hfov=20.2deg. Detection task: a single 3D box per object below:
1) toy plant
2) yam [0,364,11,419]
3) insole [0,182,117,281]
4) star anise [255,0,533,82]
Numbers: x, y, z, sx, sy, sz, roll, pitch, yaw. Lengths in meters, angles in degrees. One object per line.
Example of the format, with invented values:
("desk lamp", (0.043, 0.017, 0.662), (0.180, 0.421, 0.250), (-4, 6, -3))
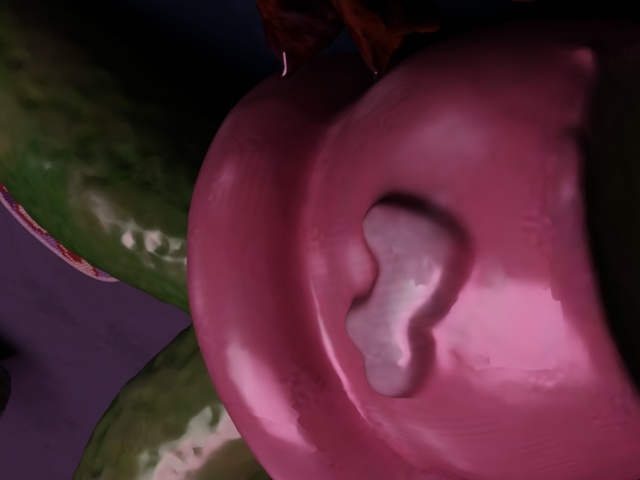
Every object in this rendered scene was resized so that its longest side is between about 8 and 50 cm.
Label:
("toy plant", (0.002, 0.000, 0.794), (0.356, 0.210, 0.317), (-10, 95, 43))
("yam", (-0.305, 0.035, 1.084), (0.259, 0.093, 0.093), (45, 139, -21))
("insole", (-0.171, -0.044, 0.984), (0.065, 0.004, 0.197), (-15, 126, 41))
("star anise", (0.006, -0.150, 0.652), (0.220, 0.126, 0.190), (28, 104, 16))
